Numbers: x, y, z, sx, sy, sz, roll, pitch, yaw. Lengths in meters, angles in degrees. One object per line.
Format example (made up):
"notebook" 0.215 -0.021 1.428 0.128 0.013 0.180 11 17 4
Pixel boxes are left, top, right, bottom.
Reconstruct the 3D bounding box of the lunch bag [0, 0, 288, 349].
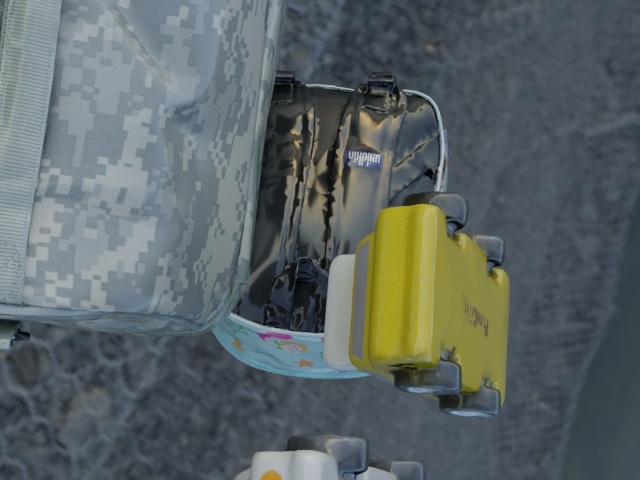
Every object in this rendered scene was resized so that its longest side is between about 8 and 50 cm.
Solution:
"lunch bag" -0.127 -0.100 0.872 0.256 0.213 0.305 144 -46 -89

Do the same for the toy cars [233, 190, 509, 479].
"toy cars" 0.019 0.089 0.826 0.393 0.087 0.176 -61 145 -57

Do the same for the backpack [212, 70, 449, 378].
"backpack" 0.000 0.000 1.515 0.191 0.225 0.253 88 7 -57
